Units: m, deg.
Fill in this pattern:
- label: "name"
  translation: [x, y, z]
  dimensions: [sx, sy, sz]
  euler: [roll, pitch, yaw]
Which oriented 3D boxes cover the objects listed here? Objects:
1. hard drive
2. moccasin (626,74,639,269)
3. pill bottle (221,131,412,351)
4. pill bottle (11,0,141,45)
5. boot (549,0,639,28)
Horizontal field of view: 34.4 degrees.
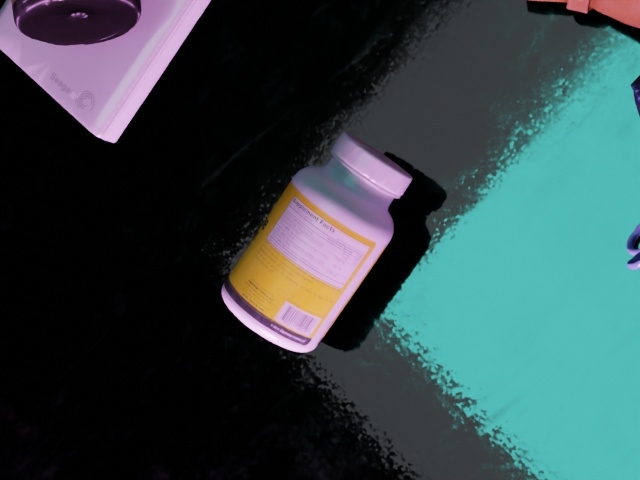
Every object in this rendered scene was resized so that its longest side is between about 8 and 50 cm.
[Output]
- label: "hard drive"
  translation: [-0.201, -0.285, 1.073]
  dimensions: [0.203, 0.040, 0.308]
  euler: [41, 101, 22]
- label: "moccasin"
  translation: [0.293, 0.031, 0.766]
  dimensions: [0.116, 0.137, 0.342]
  euler: [-25, 74, 25]
- label: "pill bottle"
  translation: [0.000, 0.000, 0.919]
  dimensions: [0.103, 0.103, 0.184]
  euler: [38, 101, 23]
- label: "pill bottle"
  translation: [-0.248, -0.313, 1.006]
  dimensions: [0.122, 0.123, 0.219]
  euler: [-14, 79, 23]
- label: "boot"
  translation: [0.248, -0.299, 0.788]
  dimensions: [0.220, 0.109, 0.284]
  euler: [16, 133, 32]
